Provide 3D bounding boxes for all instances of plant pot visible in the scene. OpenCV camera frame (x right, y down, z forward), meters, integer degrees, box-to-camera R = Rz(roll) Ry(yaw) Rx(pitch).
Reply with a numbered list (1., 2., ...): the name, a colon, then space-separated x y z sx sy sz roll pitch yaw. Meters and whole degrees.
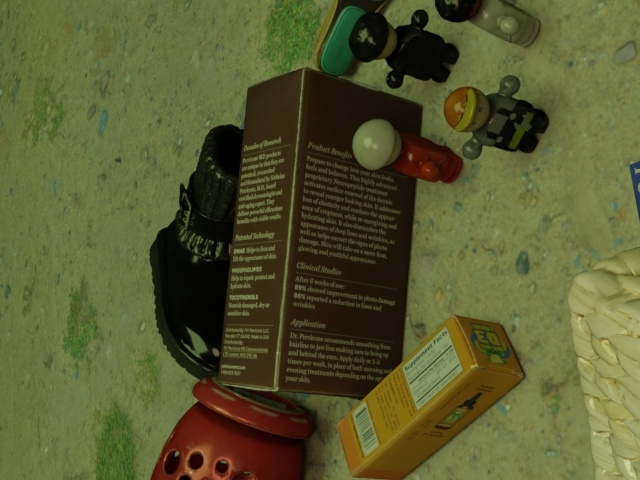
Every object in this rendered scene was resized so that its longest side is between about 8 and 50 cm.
1. plant pot: -0.110 0.281 1.328 0.191 0.191 0.174 19 88 54

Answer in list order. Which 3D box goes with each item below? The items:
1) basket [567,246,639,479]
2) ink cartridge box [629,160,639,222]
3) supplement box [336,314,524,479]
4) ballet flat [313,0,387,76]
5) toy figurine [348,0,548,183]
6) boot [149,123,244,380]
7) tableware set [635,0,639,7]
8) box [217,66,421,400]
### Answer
1. basket: 0.351 0.124 0.518 0.331 0.328 0.266 -137 27 -64
2. ink cartridge box: 0.345 0.013 0.902 0.097 0.046 0.207 -27 60 46
3. supplement box: 0.118 0.182 1.136 0.233 0.078 0.080 -47 44 35
4. ballet flat: 0.049 -0.334 1.371 0.232 0.080 0.073 -58 26 23
5. toy figurine: 0.138 -0.181 1.146 0.210 0.148 0.213 -16 68 51
6. boot: -0.143 0.015 1.483 0.260 0.131 0.348 -55 42 29
7. tableware set: 0.370 -0.284 0.970 0.169 0.020 0.141 -23 63 48
8. box: 0.000 0.000 1.246 0.143 0.191 0.381 -2 78 53
